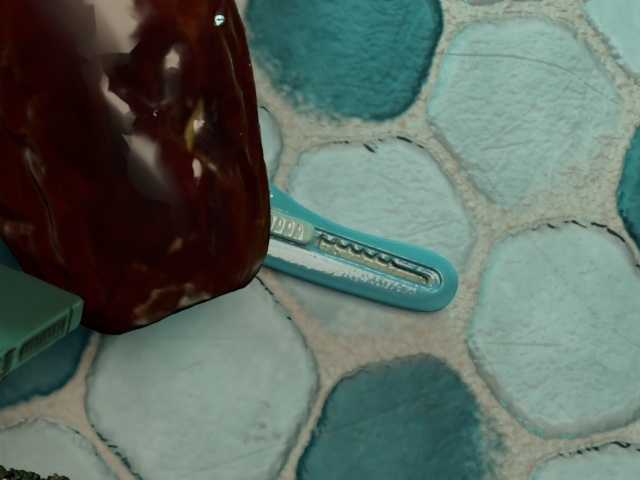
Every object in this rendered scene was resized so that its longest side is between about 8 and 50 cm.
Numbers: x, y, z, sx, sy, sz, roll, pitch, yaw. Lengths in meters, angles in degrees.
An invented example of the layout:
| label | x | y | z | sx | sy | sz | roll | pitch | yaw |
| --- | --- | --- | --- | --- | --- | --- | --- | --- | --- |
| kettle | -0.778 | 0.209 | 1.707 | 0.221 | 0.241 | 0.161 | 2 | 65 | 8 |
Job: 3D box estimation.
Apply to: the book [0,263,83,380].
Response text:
| label | x | y | z | sx | sy | sz | roll | pitch | yaw |
| --- | --- | --- | --- | --- | --- | --- | --- | --- | --- |
| book | -0.320 | 0.041 | 1.023 | 0.264 | 0.379 | 0.031 | 22 | 107 | 11 |

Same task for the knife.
| label | x | y | z | sx | sy | sz | roll | pitch | yaw |
| --- | --- | --- | --- | --- | --- | --- | --- | --- | --- |
| knife | 0.000 | 0.000 | 1.339 | 0.222 | 0.031 | 0.064 | 20 | 69 | -11 |

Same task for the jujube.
| label | x | y | z | sx | sy | sz | roll | pitch | yaw |
| --- | --- | --- | --- | --- | --- | --- | --- | --- | --- |
| jujube | -0.150 | -0.100 | 1.227 | 0.223 | 0.223 | 0.318 | -20 | 89 | -21 |

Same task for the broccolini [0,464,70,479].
| label | x | y | z | sx | sy | sz | roll | pitch | yaw |
| --- | --- | --- | --- | --- | --- | --- | --- | --- | --- |
| broccolini | -0.044 | 0.218 | 1.238 | 0.392 | 0.074 | 0.078 | 10 | 79 | -13 |
